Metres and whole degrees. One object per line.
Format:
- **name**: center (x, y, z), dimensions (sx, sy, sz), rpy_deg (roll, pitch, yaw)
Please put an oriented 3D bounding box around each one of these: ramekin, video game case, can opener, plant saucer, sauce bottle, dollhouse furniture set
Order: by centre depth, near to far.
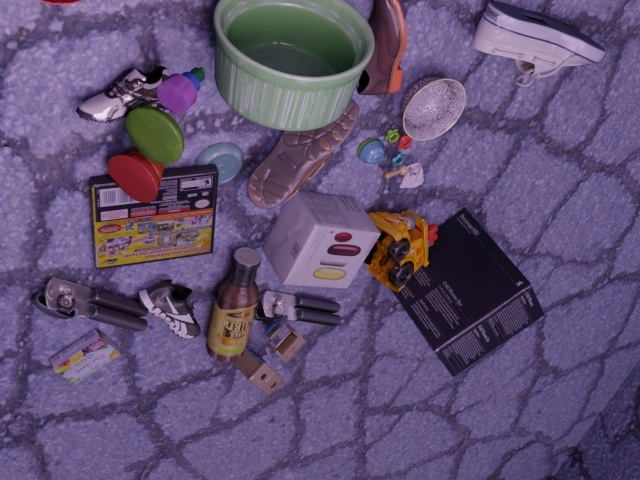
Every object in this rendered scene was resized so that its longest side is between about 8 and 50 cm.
- **ramekin**: center (-0.060, -0.348, 1.588), dimensions (0.303, 0.303, 0.148), rpy_deg (-11, 144, -24)
- **video game case**: center (-0.370, -0.051, 1.863), dimensions (0.275, 0.035, 0.248), rpy_deg (-8, 134, -20)
- **plant saucer**: center (-0.224, -0.166, 1.870), dimensions (0.119, 0.021, 0.119), rpy_deg (-19, 138, -18)
- **can opener**: center (-0.541, 0.158, 1.970), dimensions (0.095, 0.076, 0.283), rpy_deg (-18, 152, 35)
- **sauce bottle**: center (-0.220, 0.167, 2.140), dimensions (0.111, 0.111, 0.344), rpy_deg (-8, 135, -27)
- **can opener**: center (-0.063, 0.191, 2.315), dimensions (0.280, 0.074, 0.093), rpy_deg (11, 158, -38)
- **dollhouse furniture set**: center (-0.144, 0.312, 2.336), dimensions (0.183, 0.129, 0.129), rpy_deg (-46, 141, -7)

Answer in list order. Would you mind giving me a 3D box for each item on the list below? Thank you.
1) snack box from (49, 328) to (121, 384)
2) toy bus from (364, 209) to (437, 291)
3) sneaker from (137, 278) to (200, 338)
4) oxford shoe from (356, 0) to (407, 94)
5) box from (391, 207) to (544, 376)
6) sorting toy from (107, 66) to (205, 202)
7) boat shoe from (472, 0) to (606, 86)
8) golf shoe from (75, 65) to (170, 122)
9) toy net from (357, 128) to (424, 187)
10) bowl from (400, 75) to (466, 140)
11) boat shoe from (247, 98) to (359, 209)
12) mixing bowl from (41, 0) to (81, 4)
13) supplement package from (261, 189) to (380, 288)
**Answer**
- **snack box**: center (-0.586, 0.291, 2.081), dimensions (0.141, 0.037, 0.100), rpy_deg (-33, 142, 0)
- **toy bus**: center (0.226, -0.005, 2.248), dimensions (0.211, 0.149, 0.220), rpy_deg (-32, 140, -21)
- **sneaker**: center (-0.349, 0.170, 2.083), dimensions (0.106, 0.078, 0.234), rpy_deg (-34, 138, 5)
- **oxford shoe**: center (0.123, -0.419, 1.788), dimensions (0.098, 0.097, 0.271), rpy_deg (-15, 138, -12)
- **box**: center (0.389, 0.142, 2.333), dimensions (0.312, 0.343, 0.179), rpy_deg (-35, 139, 4)
- **sorting toy**: center (-0.303, -0.220, 1.641), dimensions (0.126, 0.127, 0.365), rpy_deg (-54, -176, -41)
- **boat shoe**: center (0.511, -0.445, 1.984), dimensions (0.367, 0.136, 0.156), rpy_deg (5, 127, -33)
- **golf shoe**: center (-0.380, -0.288, 1.610), dimensions (0.198, 0.077, 0.094), rpy_deg (-21, 136, -30)
- **toy net**: center (0.197, -0.207, 2.092), dimensions (0.122, 0.045, 0.232), rpy_deg (-47, 140, 14)
- **bowl**: center (0.251, -0.329, 1.972), dimensions (0.170, 0.080, 0.170), rpy_deg (-19, 139, -17)
- **boat shoe**: center (-0.041, -0.202, 1.900), dimensions (0.324, 0.123, 0.116), rpy_deg (-44, 174, 0)
- **mixing bowl**: center (-0.430, -0.487, 1.349), dimensions (0.181, 0.098, 0.181), rpy_deg (-19, 138, -18)
- **supplement package**: center (0.000, 0.000, 2.085), dimensions (0.203, 0.149, 0.194), rpy_deg (5, 127, -36)
